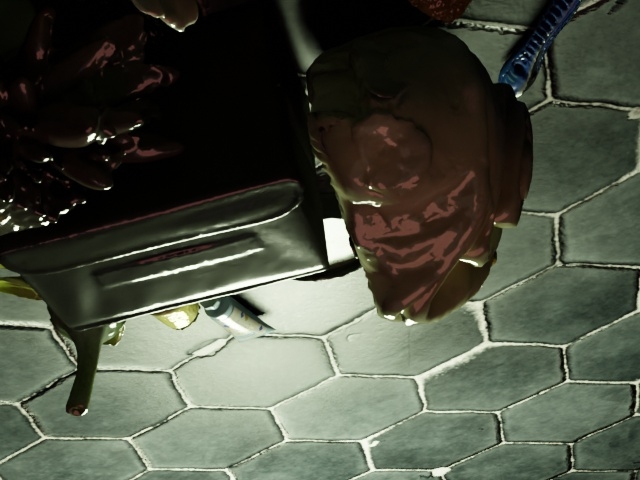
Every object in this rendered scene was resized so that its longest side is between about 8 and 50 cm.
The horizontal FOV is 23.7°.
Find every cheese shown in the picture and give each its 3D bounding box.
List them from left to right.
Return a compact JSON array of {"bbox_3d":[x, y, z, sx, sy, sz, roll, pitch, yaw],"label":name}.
[{"bbox_3d":[-0.222,0.105,2.243,0.084,0.041,0.060,-14,151,4],"label":"cheese"}]

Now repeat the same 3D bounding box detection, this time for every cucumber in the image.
[{"bbox_3d":[-0.270,-0.277,1.578,0.072,0.072,0.300,-27,144,27],"label":"cucumber"}]

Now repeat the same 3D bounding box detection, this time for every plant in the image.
[{"bbox_3d":[-0.303,-0.109,1.587,0.321,0.181,0.194,-20,151,13],"label":"plant"},{"bbox_3d":[-0.285,0.056,2.002,0.261,0.297,0.306,-41,135,-1],"label":"plant"}]

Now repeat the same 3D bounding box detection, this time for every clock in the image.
[{"bbox_3d":[0.000,0.000,2.133,0.185,0.040,0.184,-7,149,-4],"label":"clock"}]

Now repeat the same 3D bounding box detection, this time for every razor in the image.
[{"bbox_3d":[0.278,-0.269,1.764,0.056,0.093,0.324,-36,165,-28],"label":"razor"}]

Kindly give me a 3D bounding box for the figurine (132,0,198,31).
[{"bbox_3d":[-0.146,-0.309,1.409,0.394,0.274,0.227,-6,157,-43],"label":"figurine"}]

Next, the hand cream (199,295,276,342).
[{"bbox_3d":[-0.130,0.115,2.287,0.065,0.043,0.171,-19,152,17],"label":"hand cream"}]

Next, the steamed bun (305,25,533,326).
[{"bbox_3d":[0.129,-0.090,1.739,0.238,0.346,0.394,-19,166,5],"label":"steamed bun"}]

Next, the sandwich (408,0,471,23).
[{"bbox_3d":[0.163,-0.338,1.488,0.065,0.186,0.215,22,135,-37],"label":"sandwich"}]

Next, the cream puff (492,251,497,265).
[{"bbox_3d":[0.182,0.011,2.142,0.126,0.103,0.144,-9,149,10],"label":"cream puff"}]

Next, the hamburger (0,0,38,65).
[{"bbox_3d":[-0.356,-0.214,1.643,0.121,0.084,0.054,-5,150,-5],"label":"hamburger"}]

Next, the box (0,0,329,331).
[{"bbox_3d":[-0.176,-0.081,1.754,0.345,0.251,0.204,-14,149,9],"label":"box"}]
